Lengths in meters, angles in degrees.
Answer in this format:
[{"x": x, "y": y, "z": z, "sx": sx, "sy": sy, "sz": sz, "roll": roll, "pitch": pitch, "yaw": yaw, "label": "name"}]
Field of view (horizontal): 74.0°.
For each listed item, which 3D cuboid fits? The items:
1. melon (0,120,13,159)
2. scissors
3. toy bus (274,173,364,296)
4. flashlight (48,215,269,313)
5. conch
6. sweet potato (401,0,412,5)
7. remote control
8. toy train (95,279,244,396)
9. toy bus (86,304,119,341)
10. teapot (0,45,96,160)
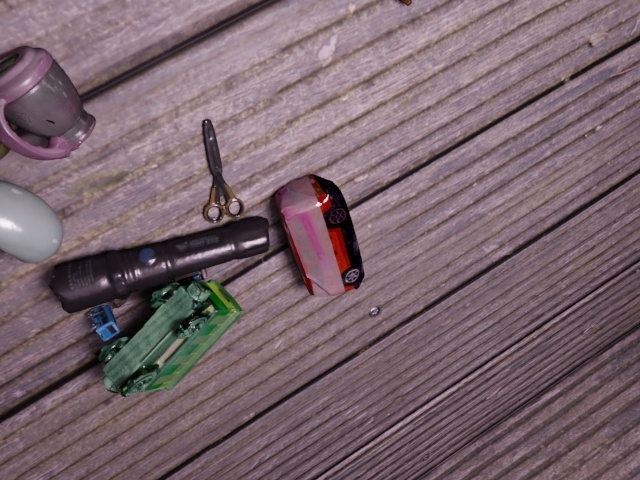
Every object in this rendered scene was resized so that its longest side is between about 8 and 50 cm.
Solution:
[{"x": -0.546, "y": -0.146, "z": 0.632, "sx": 0.162, "sy": 0.099, "sz": 0.099, "roll": -23, "pitch": 126, "yaw": -7, "label": "melon"}, {"x": -0.209, "y": -0.136, "z": 0.859, "sx": 0.088, "sy": 0.017, "sz": 0.220, "roll": -14, "pitch": 123, "yaw": -18, "label": "scissors"}, {"x": 0.000, "y": 0.000, "z": 0.977, "sx": 0.147, "sy": 0.127, "sz": 0.302, "roll": -21, "pitch": 128, "yaw": -7, "label": "toy bus"}, {"x": -0.302, "y": 0.039, "z": 0.862, "sx": 0.424, "sy": 0.103, "sz": 0.103, "roll": -16, "pitch": 124, "yaw": -18, "label": "flashlight"}, {"x": -0.534, "y": -0.037, "z": 0.678, "sx": 0.221, "sy": 0.185, "sz": 0.120, "roll": 26, "pitch": 62, "yaw": -47, "label": "conch"}, {"x": 0.091, "y": -0.563, "z": 0.712, "sx": 0.108, "sy": 0.079, "sz": 0.346, "roll": -43, "pitch": 126, "yaw": 18, "label": "sweet potato"}, {"x": -0.353, "y": 0.092, "z": 0.916, "sx": 0.212, "sy": 0.028, "sz": 0.059, "roll": -19, "pitch": 126, "yaw": -15, "label": "remote control"}, {"x": -0.318, "y": 0.204, "z": 0.906, "sx": 0.301, "sy": 0.120, "sz": 0.202, "roll": -47, "pitch": 161, "yaw": 6, "label": "toy train"}, {"x": -0.450, "y": 0.169, "z": 0.881, "sx": 0.046, "sy": 0.083, "sz": 0.038, "roll": -32, "pitch": 128, "yaw": -21, "label": "toy bus"}, {"x": -0.416, "y": -0.199, "z": 0.643, "sx": 0.116, "sy": 0.148, "sz": 0.146, "roll": -33, "pitch": 141, "yaw": 0, "label": "teapot"}]
